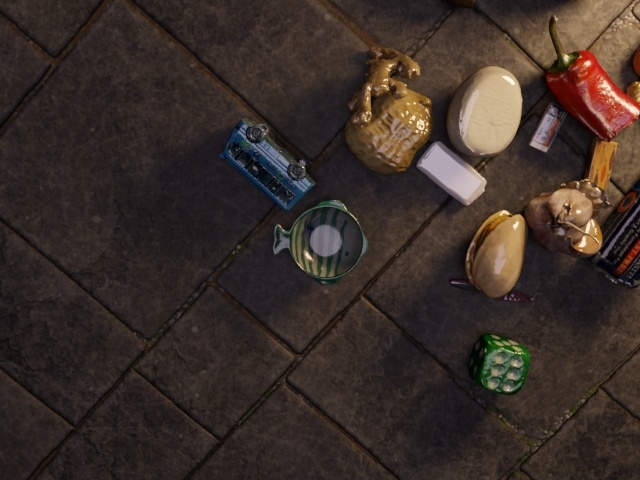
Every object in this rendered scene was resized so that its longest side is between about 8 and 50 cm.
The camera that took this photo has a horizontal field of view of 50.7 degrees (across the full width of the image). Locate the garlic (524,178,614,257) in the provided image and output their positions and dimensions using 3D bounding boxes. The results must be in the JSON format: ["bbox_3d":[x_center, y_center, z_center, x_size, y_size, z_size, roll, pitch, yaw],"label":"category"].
[{"bbox_3d":[0.645,-0.062,1.684,0.207,0.257,0.207,0,90,-12],"label":"garlic"}]

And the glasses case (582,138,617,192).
[{"bbox_3d":[0.722,-0.178,1.767,0.065,0.041,0.169,8,99,-12],"label":"glasses case"}]

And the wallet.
[{"bbox_3d":[0.347,-0.175,1.774,0.190,0.033,0.095,37,99,-4],"label":"wallet"}]

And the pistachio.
[{"bbox_3d":[0.462,0.036,1.748,0.157,0.157,0.229,17,94,-2],"label":"pistachio"}]

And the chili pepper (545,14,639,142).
[{"bbox_3d":[0.638,-0.402,1.685,0.338,0.131,0.134,42,111,-9],"label":"chili pepper"}]

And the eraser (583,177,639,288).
[{"bbox_3d":[0.844,-0.041,1.756,0.155,0.101,0.332,34,98,-5],"label":"eraser"}]

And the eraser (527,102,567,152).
[{"bbox_3d":[0.590,-0.293,1.755,0.052,0.029,0.122,25,98,-3],"label":"eraser"}]

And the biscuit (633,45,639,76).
[{"bbox_3d":[0.982,-0.477,1.710,0.312,0.057,0.351,30,99,-5],"label":"biscuit"}]

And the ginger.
[{"bbox_3d":[0.155,-0.379,1.655,0.149,0.065,0.258,11,59,22],"label":"ginger"}]

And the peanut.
[{"bbox_3d":[0.182,-0.286,1.713,0.197,0.110,0.233,43,96,11],"label":"peanut"}]

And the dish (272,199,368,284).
[{"bbox_3d":[0.000,0.000,1.779,0.246,0.078,0.224,4,99,-1],"label":"dish"}]

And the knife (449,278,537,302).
[{"bbox_3d":[0.468,0.140,1.829,0.247,0.018,0.035,13,96,-3],"label":"knife"}]

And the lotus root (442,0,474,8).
[{"bbox_3d":[0.379,-0.696,1.631,0.075,0.170,0.260,20,103,1],"label":"lotus root"}]

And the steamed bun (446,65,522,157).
[{"bbox_3d":[0.407,-0.323,1.700,0.177,0.131,0.228,14,98,-12],"label":"steamed bun"}]

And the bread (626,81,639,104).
[{"bbox_3d":[0.812,-0.363,1.733,0.034,0.049,0.088,-7,97,-6],"label":"bread"}]

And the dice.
[{"bbox_3d":[0.478,0.332,1.808,0.131,0.120,0.128,18,99,-1],"label":"dice"}]

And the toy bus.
[{"bbox_3d":[-0.134,-0.196,1.732,0.246,0.113,0.134,41,103,-7],"label":"toy bus"}]
